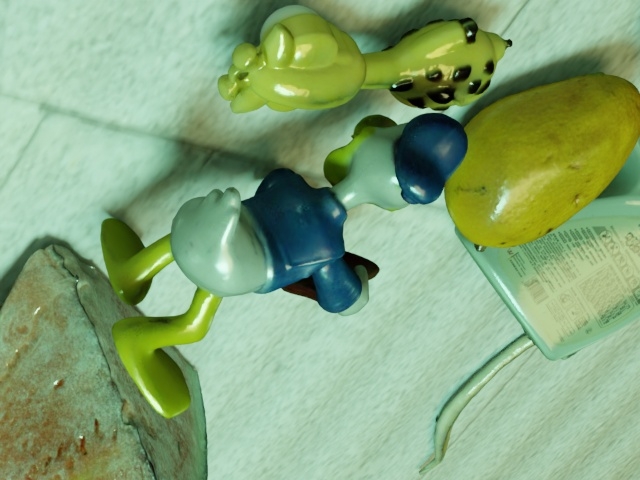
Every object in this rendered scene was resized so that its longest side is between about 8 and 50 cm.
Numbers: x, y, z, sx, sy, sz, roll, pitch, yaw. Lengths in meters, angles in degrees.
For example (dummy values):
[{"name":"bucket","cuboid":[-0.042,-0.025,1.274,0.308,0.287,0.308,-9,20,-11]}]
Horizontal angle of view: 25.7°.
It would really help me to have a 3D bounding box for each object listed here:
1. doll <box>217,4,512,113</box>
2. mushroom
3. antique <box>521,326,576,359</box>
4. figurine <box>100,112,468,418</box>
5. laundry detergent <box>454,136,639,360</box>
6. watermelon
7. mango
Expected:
[{"name":"doll","cuboid":[0.041,-0.155,1.243,0.291,0.086,0.117,-6,143,-31]},{"name":"mushroom","cuboid":[0.199,0.203,1.782,0.068,0.043,0.306,30,118,-20]},{"name":"antique","cuboid":[0.314,0.053,1.643,0.183,0.086,0.088,-36,141,9]},{"name":"figurine","cuboid":[0.000,0.000,1.279,0.338,0.204,0.283,-31,160,19]},{"name":"laundry detergent","cuboid":[0.307,-0.021,1.509,0.280,0.105,0.215,-36,104,5]},{"name":"watermelon","cuboid":[-0.248,0.154,1.394,0.283,0.292,0.250,5,178,-4]},{"name":"mango","cuboid":[0.223,-0.088,1.404,0.227,0.109,0.147,-39,108,4]}]
